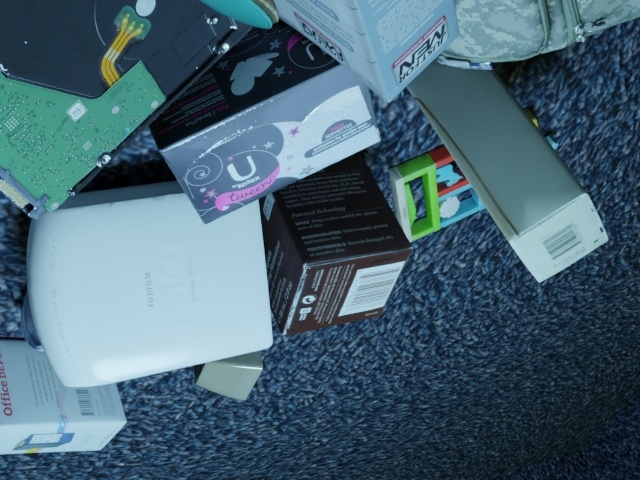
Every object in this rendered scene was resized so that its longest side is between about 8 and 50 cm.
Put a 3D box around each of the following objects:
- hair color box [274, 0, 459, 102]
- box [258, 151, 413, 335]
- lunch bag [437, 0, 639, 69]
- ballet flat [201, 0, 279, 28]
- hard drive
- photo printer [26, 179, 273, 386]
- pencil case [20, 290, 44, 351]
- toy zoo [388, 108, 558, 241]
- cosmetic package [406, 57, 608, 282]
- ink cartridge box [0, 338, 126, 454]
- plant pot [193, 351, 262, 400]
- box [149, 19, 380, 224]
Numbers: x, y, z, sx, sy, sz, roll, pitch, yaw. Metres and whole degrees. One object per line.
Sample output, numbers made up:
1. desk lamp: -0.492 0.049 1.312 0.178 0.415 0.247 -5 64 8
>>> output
1. hair color box: 0.002 -0.299 0.726 0.113 0.185 0.374 -44 155 -5
2. box: 0.000 0.000 1.190 0.167 0.203 0.168 -10 143 -23
3. lunch bag: 0.197 -0.338 0.874 0.256 0.212 0.305 -16 148 17
4. ballet flat: -0.103 -0.257 0.766 0.206 0.073 0.067 7 93 -59
5. hard drive: -0.220 -0.202 0.786 0.339 0.064 0.237 -47 148 -11
6. photo printer: -0.226 0.052 1.092 0.308 0.107 0.255 -9 101 -24
7. pencil case: -0.304 0.116 1.227 0.273 0.113 0.124 18 98 -47
8. toy zoo: 0.260 -0.111 1.373 0.293 0.030 0.192 -25 147 -4
9. cosmetic package: 0.244 -0.113 1.107 0.113 0.309 0.160 -35 145 11
10. ink cartridge box: -0.429 0.240 1.269 0.212 0.154 0.093 11 133 -44
11. plant pot: -0.170 0.210 1.459 0.096 0.109 0.109 6 136 -23
12. box: -0.073 -0.156 0.982 0.247 0.142 0.163 -25 147 -2
